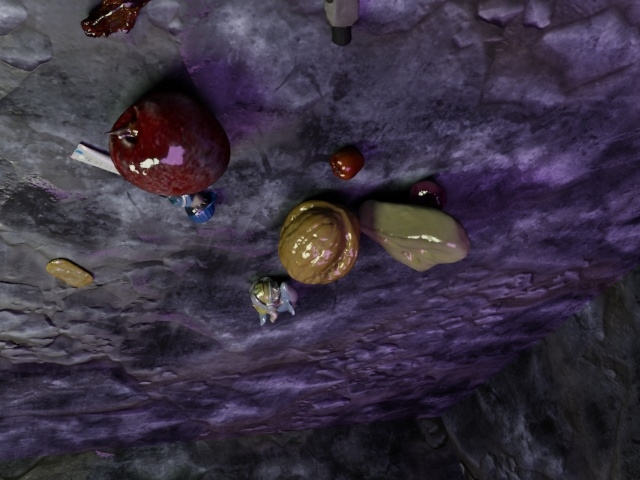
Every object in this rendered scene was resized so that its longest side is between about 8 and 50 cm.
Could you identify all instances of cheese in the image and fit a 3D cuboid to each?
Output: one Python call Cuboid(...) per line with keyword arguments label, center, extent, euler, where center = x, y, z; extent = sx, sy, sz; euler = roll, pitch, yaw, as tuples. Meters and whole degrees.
Cuboid(label="cheese", center=(0.315, 0.005, 1.639), extent=(0.329, 0.129, 0.351), euler=(13, 164, 43))

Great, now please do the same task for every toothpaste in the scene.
Cuboid(label="toothpaste", center=(-0.477, -0.174, 1.300), extent=(0.191, 0.031, 0.048), euler=(21, 133, -37))

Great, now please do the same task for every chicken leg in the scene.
Cuboid(label="chicken leg", center=(-0.341, -0.424, 1.005), extent=(0.205, 0.053, 0.093), euler=(-21, 168, 17))

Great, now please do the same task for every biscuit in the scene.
Cuboid(label="biscuit", center=(-0.705, 0.093, 1.570), extent=(0.071, 0.018, 0.147), euler=(-24, 143, 11))

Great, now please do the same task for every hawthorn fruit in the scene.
Cuboid(label="hawthorn fruit", center=(0.075, -0.205, 1.454), extent=(0.093, 0.081, 0.081), euler=(-36, 152, -26))

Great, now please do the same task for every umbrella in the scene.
Cuboid(label="umbrella", center=(0.036, -0.511, 1.026), extent=(0.073, 0.067, 0.337), euler=(-3, 144, 3))

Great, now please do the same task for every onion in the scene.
Cuboid(label="onion", center=(0.318, -0.128, 1.639), extent=(0.115, 0.104, 0.115), euler=(16, 126, 23))

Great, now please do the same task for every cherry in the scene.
Cuboid(label="cherry", center=(-0.312, -0.199, 1.192), extent=(0.230, 0.202, 0.300), euler=(-37, 154, 23))

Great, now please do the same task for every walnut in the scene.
Cuboid(label="walnut", center=(0.000, 0.000, 1.579), extent=(0.225, 0.257, 0.257), euler=(-25, 162, -52))

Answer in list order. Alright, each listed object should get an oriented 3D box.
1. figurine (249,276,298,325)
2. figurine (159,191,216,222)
Cuboid(label="figurine", center=(-0.162, 0.196, 1.846), extent=(0.184, 0.128, 0.208), euler=(13, 139, -32))
Cuboid(label="figurine", center=(-0.334, -0.100, 1.421), extent=(0.149, 0.087, 0.086), euler=(22, 166, -41))
